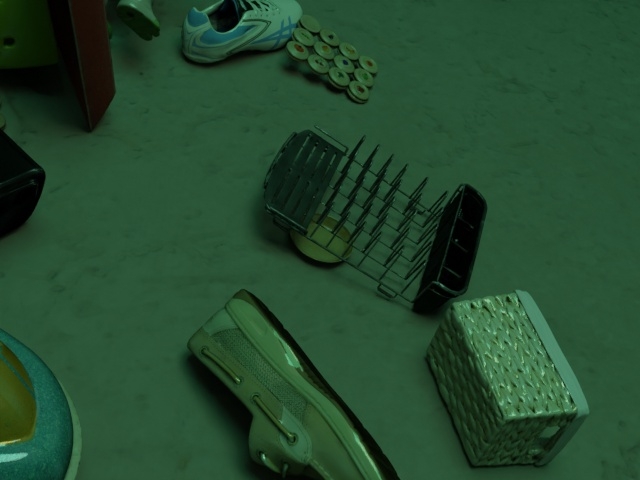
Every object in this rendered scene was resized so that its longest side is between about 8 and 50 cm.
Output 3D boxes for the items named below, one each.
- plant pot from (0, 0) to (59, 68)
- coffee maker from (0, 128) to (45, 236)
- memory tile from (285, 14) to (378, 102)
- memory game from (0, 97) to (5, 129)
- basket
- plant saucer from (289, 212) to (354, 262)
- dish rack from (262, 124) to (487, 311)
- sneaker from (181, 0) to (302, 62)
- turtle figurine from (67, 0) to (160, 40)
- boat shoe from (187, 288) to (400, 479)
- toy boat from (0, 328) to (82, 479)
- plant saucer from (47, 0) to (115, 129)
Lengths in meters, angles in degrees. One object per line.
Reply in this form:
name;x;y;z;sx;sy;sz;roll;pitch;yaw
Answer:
plant pot;-0.457;-0.344;1.132;0.207;0.227;0.228;-15;48;-15
coffee maker;-0.379;-0.098;0.995;0.178;0.120;0.171;45;67;8
memory tile;0.020;-0.276;1.411;0.148;0.012;0.113;31;43;-11
memory game;-0.469;-0.153;1.106;0.186;0.012;0.186;12;43;-12
basket;0.196;0.151;1.016;0.103;0.113;0.167;-3;49;-20
plant saucer;0.000;0.000;1.151;0.083;0.015;0.083;13;44;-12
dish rack;0.066;-0.043;1.158;0.271;0.074;0.208;32;40;-6
sneaker;-0.106;-0.327;1.382;0.085;0.086;0.237;40;44;20
turtle figurine;-0.230;-0.391;1.339;0.197;0.275;0.266;20;68;-2
boat shoe;-0.022;0.184;0.910;0.098;0.109;0.302;-40;65;-2
toy boat;-0.341;0.160;0.733;0.267;0.148;0.318;29;36;8
plant saucer;-0.305;-0.309;1.123;0.047;0.259;0.259;-18;65;-16
